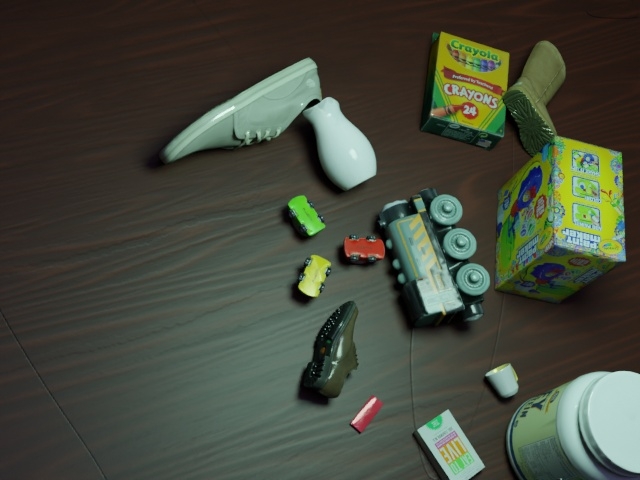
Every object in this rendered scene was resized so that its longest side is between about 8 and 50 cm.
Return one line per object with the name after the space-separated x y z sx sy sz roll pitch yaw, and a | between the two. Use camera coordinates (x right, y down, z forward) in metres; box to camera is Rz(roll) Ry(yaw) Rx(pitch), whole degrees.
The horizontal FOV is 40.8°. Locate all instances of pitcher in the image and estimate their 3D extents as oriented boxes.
0.054 -0.229 2.037 0.207 0.125 0.178 62 21 0 | pitcher

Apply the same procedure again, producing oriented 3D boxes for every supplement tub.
0.558 0.408 1.793 0.236 0.325 0.235 6 66 -14 | supplement tub

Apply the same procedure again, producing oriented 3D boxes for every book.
0.278 0.452 1.858 0.096 0.035 0.144 -26 76 -29 | book

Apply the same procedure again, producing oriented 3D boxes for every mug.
0.421 0.316 1.943 0.078 0.062 0.064 -26 85 -18 | mug

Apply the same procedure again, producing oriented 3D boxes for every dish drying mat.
0.099 0.372 1.848 0.032 0.008 0.083 41 63 4 | dish drying mat

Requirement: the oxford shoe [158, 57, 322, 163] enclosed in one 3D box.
-0.165 -0.276 1.974 0.449 0.169 0.130 -33 101 -27 | oxford shoe

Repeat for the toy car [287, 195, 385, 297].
0.000 0.000 1.954 0.239 0.053 0.225 -29 78 -26 | toy car

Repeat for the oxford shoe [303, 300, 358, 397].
0.041 0.237 1.860 0.096 0.083 0.227 34 61 -22 | oxford shoe

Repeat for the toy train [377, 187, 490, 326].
0.256 0.041 1.974 0.190 0.142 0.333 -15 72 -12 | toy train

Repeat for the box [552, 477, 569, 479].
0.450 0.591 1.717 0.103 0.261 0.184 14 65 -11 | box

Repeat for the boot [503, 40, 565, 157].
0.596 -0.371 2.269 0.269 0.089 0.236 -51 120 -42 | boot

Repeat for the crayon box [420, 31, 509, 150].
0.378 -0.409 2.231 0.202 0.081 0.318 14 64 -10 | crayon box

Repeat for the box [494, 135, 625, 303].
0.552 -0.040 2.005 0.177 0.290 0.279 13 64 -11 | box
